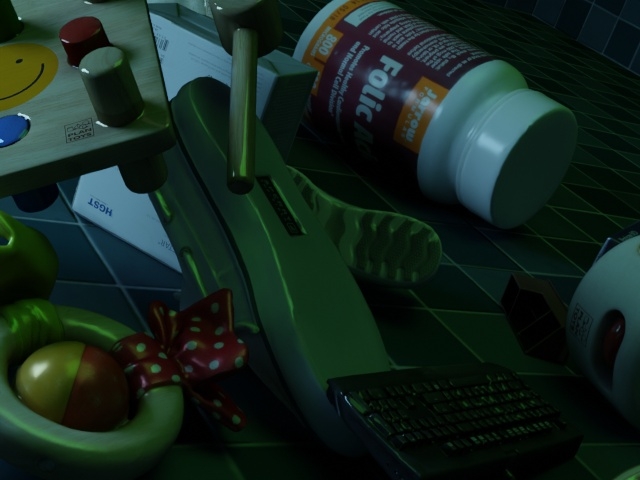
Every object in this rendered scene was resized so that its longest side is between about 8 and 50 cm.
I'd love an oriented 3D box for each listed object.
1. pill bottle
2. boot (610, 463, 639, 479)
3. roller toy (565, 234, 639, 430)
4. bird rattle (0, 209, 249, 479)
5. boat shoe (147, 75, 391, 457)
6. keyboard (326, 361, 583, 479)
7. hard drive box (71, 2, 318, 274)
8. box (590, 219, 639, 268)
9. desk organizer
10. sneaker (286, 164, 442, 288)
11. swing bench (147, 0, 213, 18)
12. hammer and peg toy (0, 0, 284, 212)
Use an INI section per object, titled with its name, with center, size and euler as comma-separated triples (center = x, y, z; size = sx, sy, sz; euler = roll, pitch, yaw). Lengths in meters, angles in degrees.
[pill bottle]
center = 0.158, -0.188, 1.691
size = 0.392, 0.224, 0.224
euler = 35, 25, 33
[boot]
center = 0.341, 0.263, 0.956
size = 0.213, 0.077, 0.165
euler = 13, 24, -28
[roller toy]
center = 0.362, 0.093, 1.224
size = 0.209, 0.191, 0.146
euler = 47, 3, -33
[bird rattle]
center = -0.173, 0.105, 0.862
size = 0.253, 0.143, 0.207
euler = 29, 30, -14
[boat shoe]
center = -0.075, 0.044, 1.033
size = 0.135, 0.156, 0.367
euler = -4, 61, -57
[keyboard]
center = 0.148, 0.175, 0.983
size = 0.201, 0.033, 0.317
euler = 48, 24, 26
[hard drive box]
center = -0.131, -0.099, 1.181
size = 0.181, 0.232, 0.089
euler = 29, 22, 18
[box]
center = 0.452, 0.074, 1.479
size = 0.207, 0.108, 0.153
euler = 30, 23, 21
[desk organizer]
center = 0.250, 0.087, 1.344
size = 0.050, 0.047, 0.130
euler = 14, 21, -11
[sneaker]
center = 0.000, 0.000, 1.300
size = 0.281, 0.105, 0.115
euler = 23, -13, 16
[swing bench]
center = -0.260, -0.280, 1.449
size = 0.253, 0.165, 0.255
euler = -7, 19, -10
[hammer and peg toy]
center = -0.202, -0.136, 0.950
size = 0.361, 0.127, 0.266
euler = -15, 44, -2
